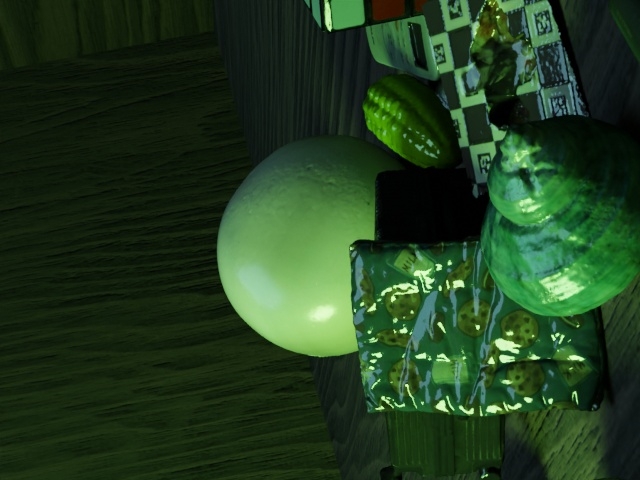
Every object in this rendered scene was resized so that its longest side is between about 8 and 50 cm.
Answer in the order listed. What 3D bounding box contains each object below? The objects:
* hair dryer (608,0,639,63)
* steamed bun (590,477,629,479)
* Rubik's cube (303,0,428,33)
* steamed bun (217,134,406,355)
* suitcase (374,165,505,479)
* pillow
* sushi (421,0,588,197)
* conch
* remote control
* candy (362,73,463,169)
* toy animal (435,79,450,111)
[{"bbox_3d":[0.253,-0.182,0.788,0.197,0.057,0.100,100,155,-53],"label":"hair dryer"},{"bbox_3d":[0.245,0.361,1.061,0.276,0.203,0.289,88,166,-47],"label":"steamed bun"},{"bbox_3d":[0.054,-0.353,1.413,0.162,0.161,0.163,-115,15,-52],"label":"Rubik's cube"},{"bbox_3d":[0.000,0.000,1.715,0.206,0.324,0.324,42,-154,-56],"label":"steamed bun"},{"bbox_3d":[0.134,0.103,1.427,0.229,0.152,0.335,-91,-4,-52],"label":"suitcase"},{"bbox_3d":[0.153,0.086,1.210,0.034,0.256,0.189,-30,-66,-65],"label":"pillow"},{"bbox_3d":[0.190,-0.166,1.181,0.193,0.040,0.210,-23,82,59],"label":"sushi"},{"bbox_3d":[0.200,-0.029,1.024,0.202,0.134,0.196,84,162,-45],"label":"conch"},{"bbox_3d":[0.112,-0.264,1.570,0.309,0.038,0.090,-131,29,-71],"label":"remote control"},{"bbox_3d":[0.124,-0.140,1.502,0.209,0.097,0.096,-127,25,-58],"label":"candy"},{"bbox_3d":[0.174,-0.129,1.281,0.135,0.065,0.047,60,165,24],"label":"toy animal"}]
